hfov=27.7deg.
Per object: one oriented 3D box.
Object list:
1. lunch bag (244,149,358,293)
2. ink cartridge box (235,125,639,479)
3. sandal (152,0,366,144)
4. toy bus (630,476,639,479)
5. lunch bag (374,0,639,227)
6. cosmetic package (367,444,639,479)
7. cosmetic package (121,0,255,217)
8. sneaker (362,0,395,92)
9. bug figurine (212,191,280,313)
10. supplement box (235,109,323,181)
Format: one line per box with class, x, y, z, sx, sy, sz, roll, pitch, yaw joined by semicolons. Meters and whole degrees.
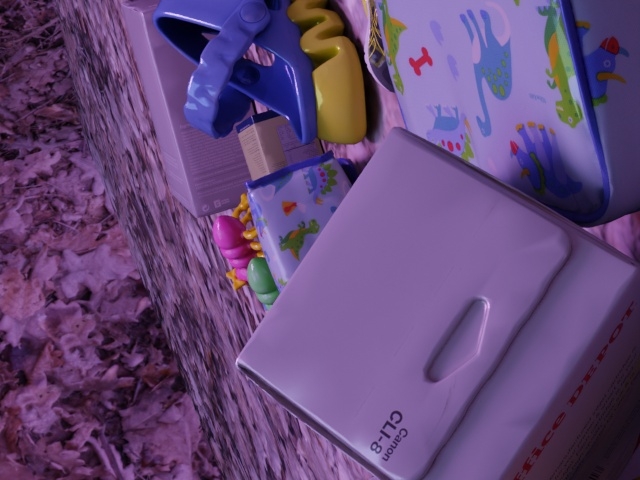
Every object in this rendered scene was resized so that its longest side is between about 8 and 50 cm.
lunch bag;0.000;0.000;1.103;0.151;0.096;0.129;91;159;-86
ink cartridge box;0.074;0.052;0.587;0.127;0.128;0.176;33;179;27
sandal;-0.076;-0.201;1.065;0.126;0.138;0.317;90;160;-57
toy bus;0.206;0.188;0.490;0.211;0.149;0.220;-34;77;60
lunch bag;0.098;-0.099;0.601;0.219;0.090;0.176;-153;46;-70
cosmetic package;0.125;0.201;0.717;0.184;0.151;0.151;78;167;-56
cosmetic package;-0.136;-0.158;1.436;0.127;0.107;0.238;-139;36;-65
sneaker;0.047;-0.138;0.877;0.035;0.031;0.083;-141;35;-65
bug figurine;-0.030;0.071;1.298;0.216;0.072;0.279;59;175;-30
supplement box;-0.035;-0.080;1.222;0.083;0.056;0.083;170;82;-76
